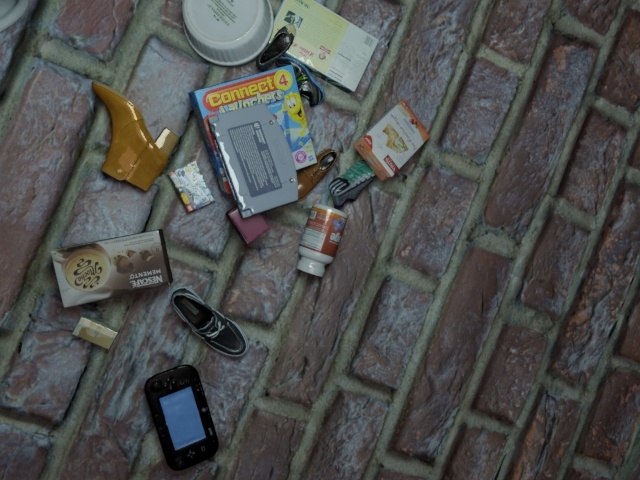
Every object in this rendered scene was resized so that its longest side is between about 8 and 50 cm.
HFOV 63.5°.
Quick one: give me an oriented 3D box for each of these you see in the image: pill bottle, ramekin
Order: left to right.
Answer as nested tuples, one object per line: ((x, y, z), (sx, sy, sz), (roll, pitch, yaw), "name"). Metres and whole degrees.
((-0.274, -0.658, 1.503), (0.272, 0.127, 0.273), (0, 92, -1), "ramekin")
((0.000, 0.000, 1.647), (0.121, 0.121, 0.216), (19, 90, -14), "pill bottle")

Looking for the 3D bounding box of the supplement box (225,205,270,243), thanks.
((-0.222, -0.059, 1.554), (0.080, 0.188, 0.104), (-34, 101, -10), "supplement box")

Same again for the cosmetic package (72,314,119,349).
((-0.671, 0.274, 1.547), (0.115, 0.041, 0.060), (27, 87, -14), "cosmetic package")

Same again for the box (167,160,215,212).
((-0.396, -0.163, 1.588), (0.093, 0.027, 0.137), (-27, 99, -12), "box")

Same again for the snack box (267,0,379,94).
((0.003, -0.625, 1.632), (0.321, 0.060, 0.187), (26, 89, -14), "snack box")

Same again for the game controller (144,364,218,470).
((-0.430, 0.550, 1.612), (0.166, 0.067, 0.320), (-16, 98, -12), "game controller")

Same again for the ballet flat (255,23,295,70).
((-0.129, -0.578, 1.551), (0.057, 0.049, 0.173), (39, 85, -18), "ballet flat")

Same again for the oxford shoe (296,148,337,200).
((-0.025, -0.213, 1.650), (0.076, 0.076, 0.212), (40, 86, -15), "oxford shoe")

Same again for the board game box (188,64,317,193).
((-0.194, -0.333, 1.543), (0.308, 0.086, 0.302), (-23, 112, -19), "board game box")

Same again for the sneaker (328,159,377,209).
((0.119, -0.187, 1.700), (0.223, 0.083, 0.098), (-31, 140, -22), "sneaker")

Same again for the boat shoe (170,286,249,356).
((-0.339, 0.259, 1.594), (0.108, 0.102, 0.301), (-44, 102, -7), "boat shoe")

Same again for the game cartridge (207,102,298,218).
((-0.177, -0.227, 1.453), (0.195, 0.060, 0.295), (-19, 91, -16), "game cartridge")

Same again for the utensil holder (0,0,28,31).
((-0.974, -0.730, 1.260), (0.327, 0.327, 0.386), (-28, 98, -10), "utensil holder")

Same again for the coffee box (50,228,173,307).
((-0.598, 0.075, 1.510), (0.296, 0.119, 0.168), (-11, 95, -12), "coffee box")

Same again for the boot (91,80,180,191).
((-0.579, -0.294, 1.496), (0.295, 0.104, 0.211), (36, 85, -17), "boot")

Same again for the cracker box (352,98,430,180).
((0.232, -0.325, 1.672), (0.156, 0.067, 0.232), (49, 64, -12), "cracker box")

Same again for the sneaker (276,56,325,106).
((-0.067, -0.499, 1.622), (0.188, 0.067, 0.078), (43, 78, -16), "sneaker")
